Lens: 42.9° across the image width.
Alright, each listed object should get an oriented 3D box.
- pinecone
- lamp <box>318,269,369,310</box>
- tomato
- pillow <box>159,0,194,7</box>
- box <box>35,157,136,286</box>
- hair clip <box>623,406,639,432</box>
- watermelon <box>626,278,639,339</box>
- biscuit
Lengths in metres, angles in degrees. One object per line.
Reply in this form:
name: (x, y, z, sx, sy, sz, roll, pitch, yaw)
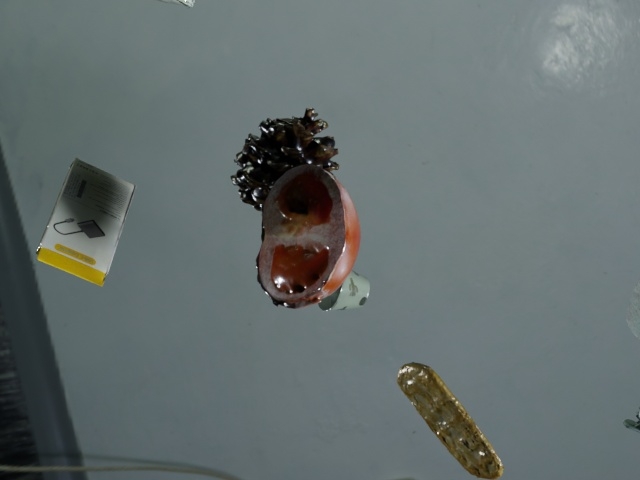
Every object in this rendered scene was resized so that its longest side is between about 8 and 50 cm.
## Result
pinecone: (-0.079, -0.161, 1.800, 0.243, 0.243, 0.257, 11, 119, 24)
lamp: (0.006, 0.103, 1.909, 0.121, 0.214, 0.121, -31, 52, 51)
tomato: (0.000, 0.000, 1.293, 0.199, 0.112, 0.228, 2, 81, 47)
pillow: (-0.233, -0.290, 0.797, 0.128, 0.229, 0.051, 43, 111, 33)
box: (-0.428, -0.032, 1.489, 0.033, 0.129, 0.247, -42, 30, 42)
hair clip: (0.523, 0.315, 1.276, 0.115, 0.030, 0.039, 52, 136, 4)
watermelon: (0.605, 0.114, 1.272, 0.258, 0.387, 0.229, 3, 127, 48)
biscuit: (0.218, 0.308, 1.380, 0.029, 0.118, 0.247, -38, 90, -27)
